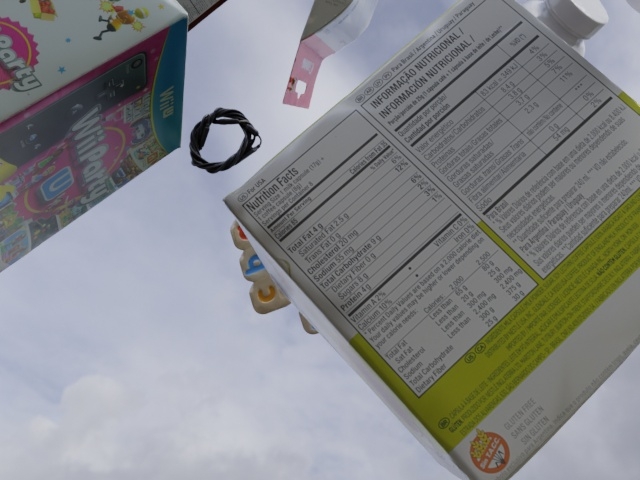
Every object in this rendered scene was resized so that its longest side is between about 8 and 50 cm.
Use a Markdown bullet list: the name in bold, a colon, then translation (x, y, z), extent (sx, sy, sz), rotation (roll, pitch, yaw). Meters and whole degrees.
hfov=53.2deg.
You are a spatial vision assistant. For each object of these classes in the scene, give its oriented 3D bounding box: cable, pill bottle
- **cable**: translation (-0.249, -0.248, 1.583), extent (0.150, 0.184, 0.047), rotation (53, -12, 3)
- **pill bottle**: translation (0.349, -0.310, 1.073), extent (0.136, 0.136, 0.246), rotation (26, -41, -16)

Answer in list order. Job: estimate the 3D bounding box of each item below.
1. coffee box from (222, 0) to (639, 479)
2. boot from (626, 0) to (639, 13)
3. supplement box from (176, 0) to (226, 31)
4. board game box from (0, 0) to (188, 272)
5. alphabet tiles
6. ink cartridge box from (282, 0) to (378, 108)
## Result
- **coffee box**: translation (0.150, 0.013, 0.698), extent (0.334, 0.338, 0.337), rotation (46, -8, 14)
- **boot**: translation (0.617, -0.528, 1.236), extent (0.086, 0.190, 0.069), rotation (-28, -16, 2)
- **supplement box**: translation (-0.293, -0.465, 1.205), extent (0.194, 0.191, 0.129), rotation (-44, -59, -13)
- **board game box**: translation (-0.259, -0.078, 0.525), extent (0.097, 0.303, 0.224), rotation (47, -23, 5)
- **alphabet tiles**: translation (0.000, 0.000, 1.035), extent (0.278, 0.284, 0.021), rotation (-21, -15, 9)
- **ink cartridge box**: translation (0.041, -0.476, 1.450), extent (0.091, 0.308, 0.385), rotation (21, -78, 6)
